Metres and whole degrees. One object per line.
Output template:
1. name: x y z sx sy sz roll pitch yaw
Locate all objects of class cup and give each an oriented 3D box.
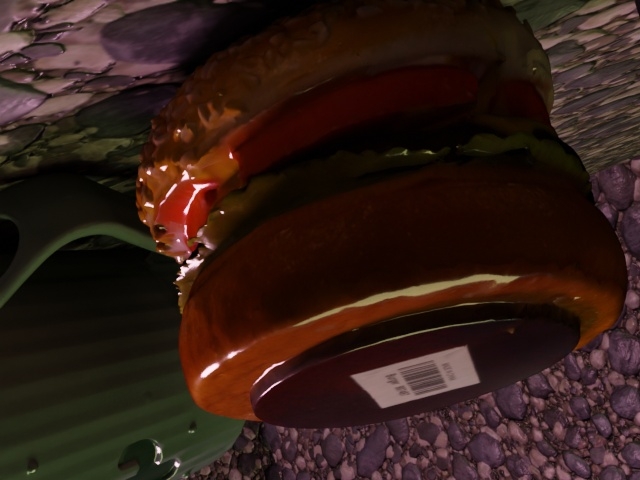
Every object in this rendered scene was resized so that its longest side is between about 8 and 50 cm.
1. cup: -0.263 0.138 0.920 0.400 0.310 0.392 -26 169 39

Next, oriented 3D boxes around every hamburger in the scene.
1. hamburger: 0.037 -0.017 0.679 0.329 0.250 0.330 -10 156 -4

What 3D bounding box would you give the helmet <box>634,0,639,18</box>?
1. helmet: 0.230 -0.176 0.386 0.230 0.161 0.279 -23 -175 34
